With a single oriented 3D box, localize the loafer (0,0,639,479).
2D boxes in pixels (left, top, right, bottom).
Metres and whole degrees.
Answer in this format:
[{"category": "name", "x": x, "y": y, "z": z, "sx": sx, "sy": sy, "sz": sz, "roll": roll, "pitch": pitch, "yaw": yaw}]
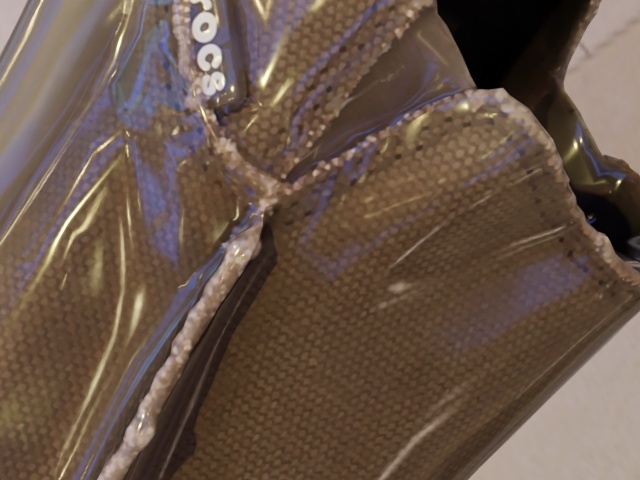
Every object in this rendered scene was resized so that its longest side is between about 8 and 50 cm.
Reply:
[{"category": "loafer", "x": 0.000, "y": 0.000, "z": 0.395, "sx": 0.130, "sy": 0.134, "sz": 0.365, "roll": 21, "pitch": 97, "yaw": 21}]
